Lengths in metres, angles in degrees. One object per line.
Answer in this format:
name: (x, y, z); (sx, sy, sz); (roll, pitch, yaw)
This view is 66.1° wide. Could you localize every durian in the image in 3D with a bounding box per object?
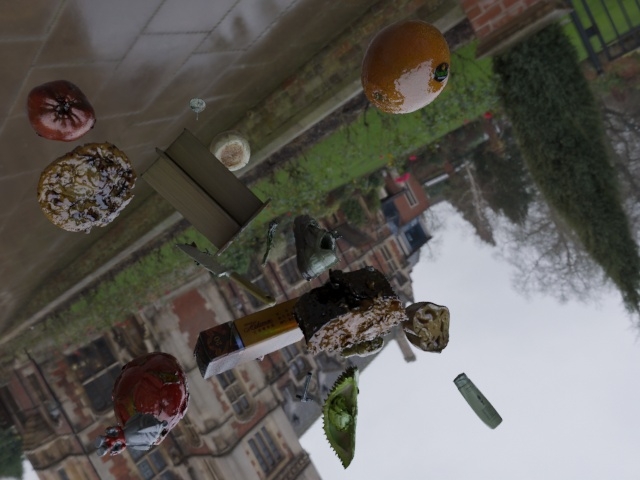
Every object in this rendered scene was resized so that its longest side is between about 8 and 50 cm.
durian: (0.104, 0.635, 1.823); (0.157, 0.356, 0.169); (6, 176, -32)

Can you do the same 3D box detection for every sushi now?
sushi: (0.089, 0.214, 1.567); (0.348, 0.235, 0.207); (-20, -136, -15)

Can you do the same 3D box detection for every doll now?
doll: (-0.475, 0.489, 1.245); (0.180, 0.094, 0.079); (-7, 158, -41)

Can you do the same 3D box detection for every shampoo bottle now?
shampoo bottle: (0.565, 0.578, 1.775); (0.072, 0.212, 0.049); (-35, 169, -21)

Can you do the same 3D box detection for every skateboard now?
skateboard: (-0.557, 0.055, 2.253); (0.080, 0.067, 0.151); (-35, 150, -14)

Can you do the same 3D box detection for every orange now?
orange: (0.182, -0.371, 1.062); (0.206, 0.206, 0.206); (-27, -177, 2)

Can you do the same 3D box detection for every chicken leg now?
chicken leg: (0.172, 0.473, 2.174); (0.227, 0.088, 0.103); (-19, 170, 23)

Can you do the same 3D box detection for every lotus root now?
lotus root: (0.382, 0.331, 1.921); (0.199, 0.188, 0.180); (15, 170, -32)

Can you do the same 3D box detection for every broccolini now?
broccolini: (-0.241, 0.005, 2.342); (0.062, 0.123, 0.272); (4, -129, 8)

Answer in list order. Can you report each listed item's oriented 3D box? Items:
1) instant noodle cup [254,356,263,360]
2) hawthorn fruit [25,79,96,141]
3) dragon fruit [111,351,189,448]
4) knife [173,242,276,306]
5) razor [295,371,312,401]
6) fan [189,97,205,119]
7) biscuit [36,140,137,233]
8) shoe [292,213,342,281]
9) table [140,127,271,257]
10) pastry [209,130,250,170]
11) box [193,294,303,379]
instant noodle cup: (-0.287, 0.459, 2.194); (0.127, 0.127, 0.136); (-23, -131, 50)
hawthorn fruit: (-0.780, -0.374, 1.466); (0.185, 0.185, 0.202); (-30, -166, -37)
dragon fruit: (-0.602, 0.549, 1.750); (0.277, 0.278, 0.342); (-28, -154, -7)
knife: (-0.226, 0.072, 1.131); (0.047, 0.297, 0.017); (-34, 149, -49)
razor: (-0.049, 0.520, 1.726); (0.033, 0.066, 0.190); (-70, 173, -46)
fan: (-0.472, -0.517, 1.915); (0.060, 0.080, 0.003); (-29, -159, -15)
biscuit: (-0.774, -0.175, 1.670); (0.081, 0.289, 0.334); (23, -118, 39)
shoe: (-0.001, -0.002, 1.574); (0.149, 0.109, 0.293); (-24, -142, 15)
table: (-0.237, -0.101, 1.003); (0.167, 0.226, 0.167); (-45, -172, 8)
pastry: (-0.345, -0.342, 1.881); (0.156, 0.156, 0.092); (-27, -141, 1)
box: (-0.241, 0.349, 1.776); (0.415, 0.116, 0.264); (-17, 160, -25)
